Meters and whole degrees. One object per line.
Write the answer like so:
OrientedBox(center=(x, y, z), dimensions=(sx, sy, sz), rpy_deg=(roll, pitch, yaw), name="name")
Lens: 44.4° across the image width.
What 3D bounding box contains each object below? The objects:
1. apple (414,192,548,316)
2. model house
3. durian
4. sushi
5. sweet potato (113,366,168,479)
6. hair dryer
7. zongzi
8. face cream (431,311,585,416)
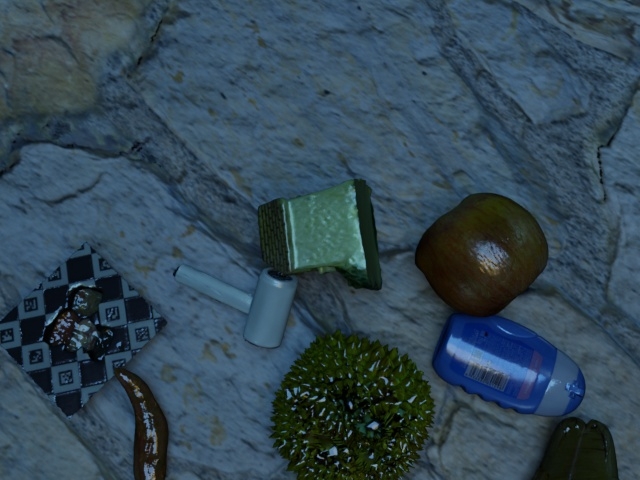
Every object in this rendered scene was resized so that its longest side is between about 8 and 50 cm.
OrientedBox(center=(0.277, 0.023, 1.343), dimensions=(0.211, 0.211, 0.188), rpy_deg=(-40, 83, -8), name="apple")
OrientedBox(center=(0.000, 0.000, 1.362), dimensions=(0.189, 0.214, 0.195), rpy_deg=(-6, 90, 11), name="model house")
OrientedBox(center=(0.054, 0.276, 1.296), dimensions=(0.291, 0.224, 0.291), rpy_deg=(7, 110, 20), name="durian")
OrientedBox(center=(-0.425, 0.159, 1.397), dimensions=(0.219, 0.047, 0.231), rpy_deg=(42, 77, 12), name="sushi")
OrientedBox(center=(-0.300, 0.339, 1.350), dimensions=(0.078, 0.058, 0.255), rpy_deg=(-7, 85, -32), name="sweet potato")
OrientedBox(center=(-0.158, 0.086, 1.393), dimensions=(0.236, 0.073, 0.131), rpy_deg=(23, 109, 20), name="hair dryer")
OrientedBox(center=(0.349, 0.443, 1.317), dimensions=(0.300, 0.145, 0.274), rpy_deg=(-8, 63, 22), name="zongzi")
OrientedBox(center=(0.335, 0.220, 1.367), dimensions=(0.263, 0.083, 0.149), rpy_deg=(23, 81, 4), name="face cream")
